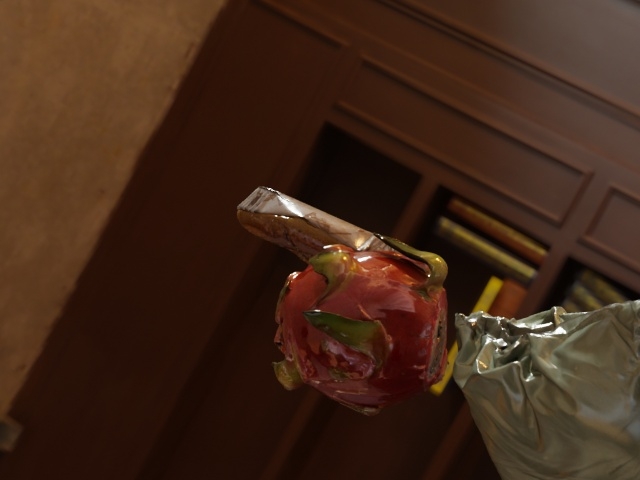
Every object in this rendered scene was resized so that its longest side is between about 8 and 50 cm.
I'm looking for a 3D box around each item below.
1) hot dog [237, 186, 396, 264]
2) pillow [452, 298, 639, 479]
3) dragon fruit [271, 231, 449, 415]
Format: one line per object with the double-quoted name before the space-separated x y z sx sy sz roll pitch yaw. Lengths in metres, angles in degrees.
"hot dog" 0.000 0.000 1.630 0.075 0.268 0.144 -62 -29 -4
"pillow" 0.262 0.178 0.997 0.138 0.310 0.283 -37 17 -32
"dragon fruit" 0.051 0.103 1.470 0.224 0.227 0.224 15 -90 -78
